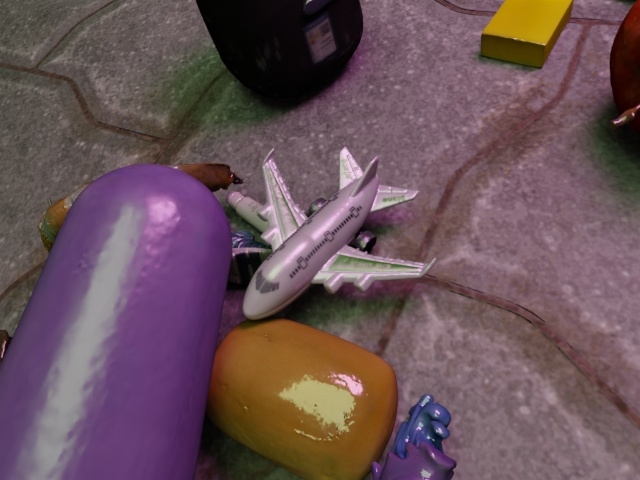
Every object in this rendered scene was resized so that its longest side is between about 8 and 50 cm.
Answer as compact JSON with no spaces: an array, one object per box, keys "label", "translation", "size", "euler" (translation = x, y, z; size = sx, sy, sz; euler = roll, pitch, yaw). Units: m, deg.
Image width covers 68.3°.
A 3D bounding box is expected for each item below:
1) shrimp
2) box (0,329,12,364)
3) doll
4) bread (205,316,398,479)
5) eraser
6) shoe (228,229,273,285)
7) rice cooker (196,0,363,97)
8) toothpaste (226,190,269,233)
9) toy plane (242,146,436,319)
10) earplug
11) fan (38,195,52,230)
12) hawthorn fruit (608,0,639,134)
[{"label":"shrimp","translation":[-0.258,-0.042,0.629],"size":[0.287,0.185,0.068],"euler":[-32,80,5]},{"label":"box","translation":[-0.445,0.235,0.554],"size":[0.273,0.143,0.184],"euler":[-17,58,7]},{"label":"doll","translation":[0.080,0.204,0.417],"size":[0.067,0.206,0.110],"euler":[30,112,8]},{"label":"bread","translation":[-0.028,0.160,0.504],"size":[0.217,0.098,0.147],"euler":[14,62,22]},{"label":"eraser","translation":[0.316,-0.329,0.721],"size":[0.097,0.045,0.122],"euler":[25,70,28]},{"label":"shoe","translation":[-0.112,0.016,0.639],"size":[0.143,0.064,0.071],"euler":[7,44,14]},{"label":"rice cooker","translation":[-0.061,-0.374,0.754],"size":[0.267,0.224,0.267],"euler":[-9,57,14]},{"label":"toothpaste","translation":[-0.061,-0.017,0.659],"size":[0.190,0.031,0.048],"euler":[34,65,26]},{"label":"toy plane","translation":[0.001,0.002,0.572],"size":[0.251,0.101,0.255],"euler":[35,70,18]},{"label":"earplug","translation":[-0.201,0.139,0.457],"size":[0.215,0.215,0.455],"euler":[4,70,18]},{"label":"fan","translation":[-0.461,-0.042,0.805],"size":[0.080,0.003,0.060],"euler":[22,67,26]},{"label":"hawthorn fruit","translation":[0.416,-0.191,0.499],"size":[0.272,0.242,0.242],"euler":[-27,56,0]}]
